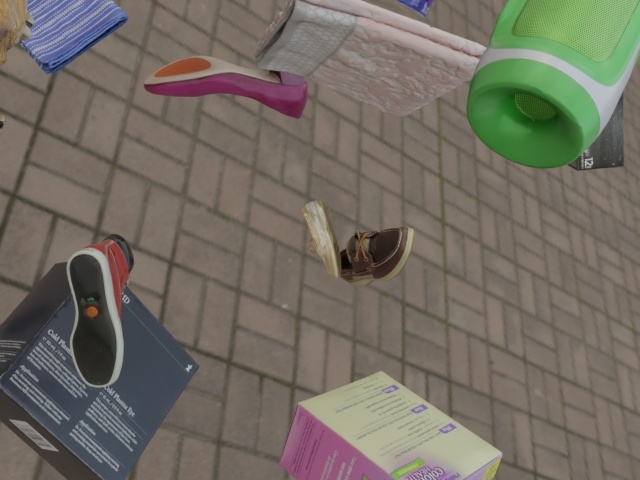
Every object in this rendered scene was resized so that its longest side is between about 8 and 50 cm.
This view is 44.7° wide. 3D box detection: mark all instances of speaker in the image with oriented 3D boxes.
[{"bbox_3d":[0.247,-0.213,0.734,0.131,0.131,0.297,40,65,-19],"label":"speaker"}]

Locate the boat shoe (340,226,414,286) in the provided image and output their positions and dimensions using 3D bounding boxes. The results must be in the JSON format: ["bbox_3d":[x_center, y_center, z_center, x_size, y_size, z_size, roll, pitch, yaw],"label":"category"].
[{"bbox_3d":[0.121,0.036,2.028,0.123,0.342,0.123,19,70,-19],"label":"boat shoe"}]

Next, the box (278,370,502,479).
[{"bbox_3d":[0.104,0.326,1.160,0.243,0.117,0.213,30,24,33],"label":"box"}]

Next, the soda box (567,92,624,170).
[{"bbox_3d":[0.329,-0.173,0.940,0.053,0.060,0.169,-96,180,-75],"label":"soda box"}]

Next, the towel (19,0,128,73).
[{"bbox_3d":[-0.650,-0.561,1.921,0.243,0.040,0.336,-40,59,-12],"label":"towel"}]

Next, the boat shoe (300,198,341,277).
[{"bbox_3d":[0.000,0.000,1.609,0.063,0.059,0.170,-49,125,-75],"label":"boat shoe"}]

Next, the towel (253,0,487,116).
[{"bbox_3d":[0.068,-0.296,1.278,0.316,0.332,0.054,16,84,-14],"label":"towel"}]

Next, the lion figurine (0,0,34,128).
[{"bbox_3d":[-0.615,-0.252,1.197,0.142,0.392,0.240,51,15,-73],"label":"lion figurine"}]

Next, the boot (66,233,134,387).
[{"bbox_3d":[-0.365,0.118,1.353,0.176,0.088,0.244,-66,155,-77],"label":"boot"}]

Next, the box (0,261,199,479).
[{"bbox_3d":[-0.471,0.265,1.557,0.343,0.178,0.313,56,49,-28],"label":"box"}]

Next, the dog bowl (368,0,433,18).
[{"bbox_3d":[0.092,-0.501,1.413,0.264,0.104,0.265,21,13,-5],"label":"dog bowl"}]

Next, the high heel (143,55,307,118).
[{"bbox_3d":[-0.203,-0.324,1.757,0.377,0.181,0.127,-11,37,-15],"label":"high heel"}]
